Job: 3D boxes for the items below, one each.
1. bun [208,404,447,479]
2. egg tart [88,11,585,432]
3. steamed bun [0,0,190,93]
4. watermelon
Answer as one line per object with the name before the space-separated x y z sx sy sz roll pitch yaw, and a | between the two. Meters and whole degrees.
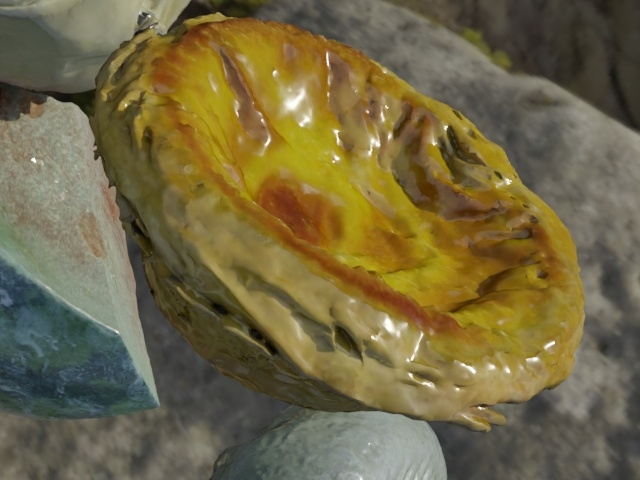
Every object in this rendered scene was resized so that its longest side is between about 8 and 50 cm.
bun | -0.013 0.312 1.577 0.362 0.211 0.361 -34 129 -58
egg tart | 0.000 0.000 0.853 0.295 0.294 0.116 15 125 -30
steamed bun | -0.211 -0.256 1.369 0.320 0.275 0.206 -28 156 -5
watermelon | -0.266 -0.013 1.427 0.387 0.228 0.258 51 46 -12
